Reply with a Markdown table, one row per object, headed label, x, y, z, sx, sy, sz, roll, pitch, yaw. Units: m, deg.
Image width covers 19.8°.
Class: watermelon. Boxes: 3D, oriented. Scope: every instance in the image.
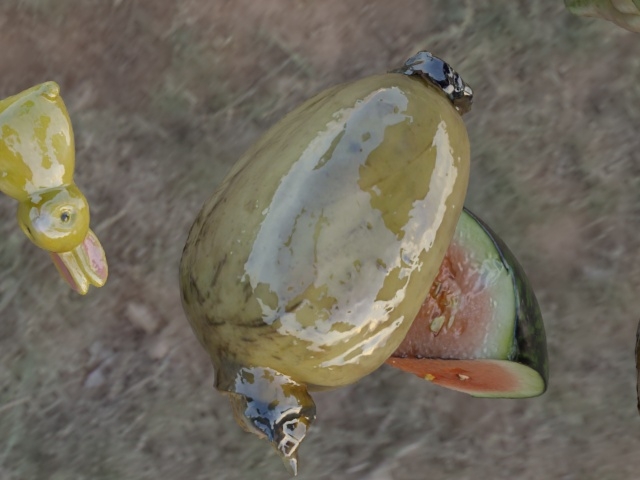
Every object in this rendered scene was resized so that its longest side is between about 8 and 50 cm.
| label | x | y | z | sx | sy | sz | roll | pitch | yaw |
| --- | --- | --- | --- | --- | --- | --- | --- | --- | --- |
| watermelon | 0.113 | 0.038 | 1.414 | 0.137 | 0.193 | 0.145 | 10 | 75 | -4 |

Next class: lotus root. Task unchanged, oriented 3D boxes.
| label | x | y | z | sx | sy | sz | roll | pitch | yaw |
| --- | --- | --- | --- | --- | --- | --- | --- | --- | --- |
| lotus root | 0.000 | 0.000 | 1.082 | 0.140 | 0.154 | 0.257 | 33 | 72 | -9 |

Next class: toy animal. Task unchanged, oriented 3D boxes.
| label | x | y | z | sx | sy | sz | roll | pitch | yaw |
| --- | --- | --- | --- | --- | --- | --- | --- | --- | --- |
| toy animal | -0.201 | -0.034 | 1.373 | 0.070 | 0.083 | 0.159 | -34 | 104 | -62 |

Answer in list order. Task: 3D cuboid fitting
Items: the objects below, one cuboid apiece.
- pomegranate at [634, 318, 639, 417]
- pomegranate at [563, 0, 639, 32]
| label | x | y | z | sx | sy | sz | roll | pitch | yaw |
| --- | --- | --- | --- | --- | --- | --- | --- | --- | --- |
| pomegranate | 0.362 | 0.085 | 1.223 | 0.322 | 0.322 | 0.322 | 5 | 74 | -20 |
| pomegranate | 0.227 | -0.156 | 0.970 | 0.222 | 0.276 | 0.204 | 58 | 36 | -21 |
